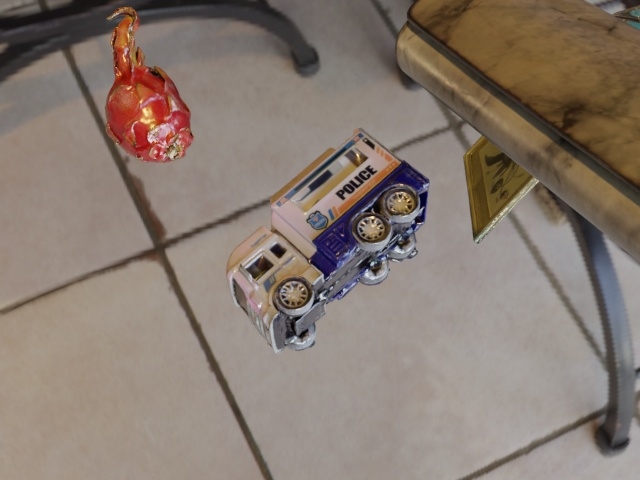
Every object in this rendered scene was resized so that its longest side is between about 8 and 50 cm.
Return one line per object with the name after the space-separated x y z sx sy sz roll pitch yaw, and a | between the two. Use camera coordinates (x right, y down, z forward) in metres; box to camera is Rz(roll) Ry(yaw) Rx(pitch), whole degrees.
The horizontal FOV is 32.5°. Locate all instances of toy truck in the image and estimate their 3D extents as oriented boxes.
0.000 0.000 1.348 0.268 0.124 0.155 -40 67 -19 | toy truck

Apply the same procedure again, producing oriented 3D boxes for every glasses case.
0.150 -0.047 0.497 0.114 0.060 0.299 -15 35 -19 | glasses case

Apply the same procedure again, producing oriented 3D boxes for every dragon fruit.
-0.202 -0.166 1.219 0.094 0.094 0.190 -18 75 -12 | dragon fruit

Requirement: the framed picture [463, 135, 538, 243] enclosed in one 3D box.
0.213 -0.106 1.156 0.010 0.173 0.231 35 23 -12 | framed picture

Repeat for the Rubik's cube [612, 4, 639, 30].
0.532 -0.173 1.459 0.260 0.255 0.259 -20 49 -15 | Rubik's cube
